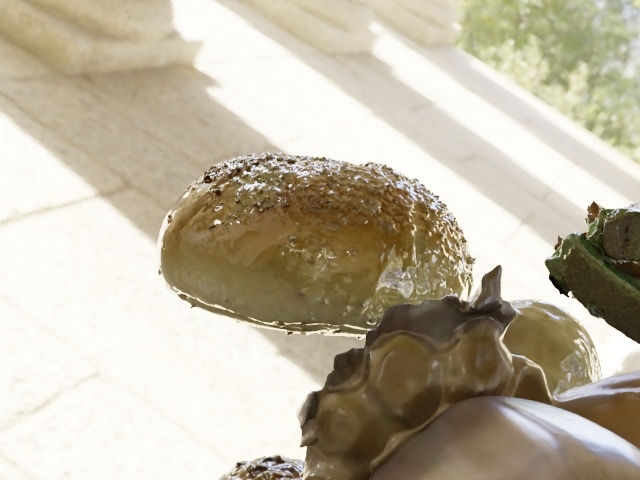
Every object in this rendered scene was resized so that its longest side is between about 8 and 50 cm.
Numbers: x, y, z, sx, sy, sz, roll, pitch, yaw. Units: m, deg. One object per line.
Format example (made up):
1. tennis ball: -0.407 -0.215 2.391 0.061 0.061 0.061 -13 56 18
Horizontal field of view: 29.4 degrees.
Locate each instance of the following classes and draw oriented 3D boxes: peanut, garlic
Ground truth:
1. peanut: 0.102 0.140 0.804 0.129 0.224 0.129 33 22 -15
2. garlic: 0.083 0.085 0.409 0.207 0.256 0.207 3 47 -3

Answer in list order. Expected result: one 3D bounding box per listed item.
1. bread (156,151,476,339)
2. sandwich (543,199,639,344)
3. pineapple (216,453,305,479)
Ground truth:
1. bread: 0.000 0.000 1.134 0.305 0.158 0.305 8 3 -1
2. sandwich: 0.480 0.018 1.780 0.250 0.162 0.301 39 30 0
3. pineapple: -0.040 0.291 1.070 0.158 0.158 0.278 30 5 -7
